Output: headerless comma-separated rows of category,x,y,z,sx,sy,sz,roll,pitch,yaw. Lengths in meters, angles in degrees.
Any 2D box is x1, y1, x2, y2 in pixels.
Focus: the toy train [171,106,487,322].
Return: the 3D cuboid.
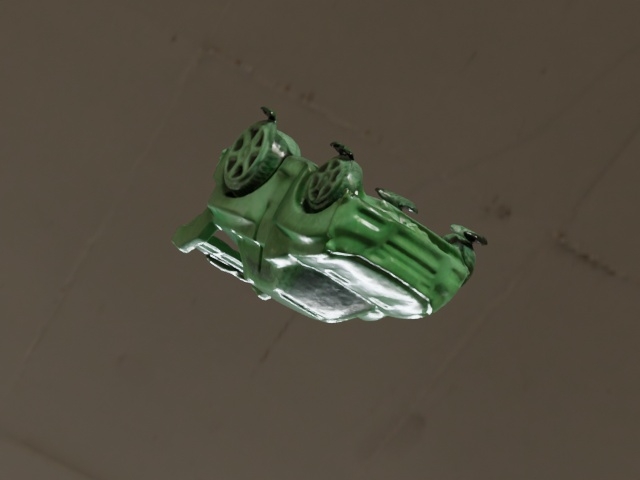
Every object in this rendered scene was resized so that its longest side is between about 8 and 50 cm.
toy train,0.000,0.000,0.690,0.099,0.149,0.081,33,-90,-31
